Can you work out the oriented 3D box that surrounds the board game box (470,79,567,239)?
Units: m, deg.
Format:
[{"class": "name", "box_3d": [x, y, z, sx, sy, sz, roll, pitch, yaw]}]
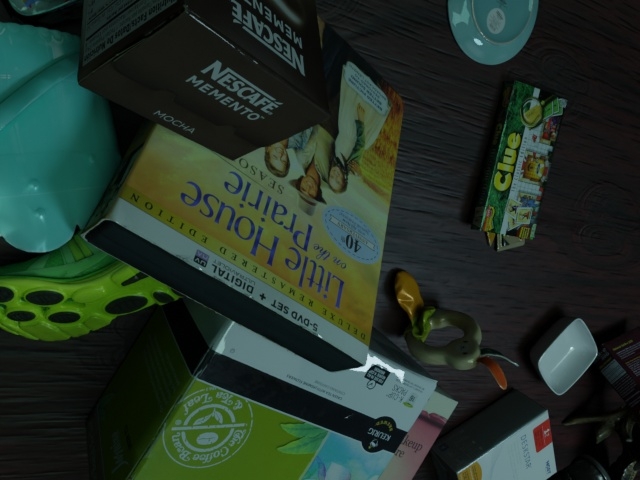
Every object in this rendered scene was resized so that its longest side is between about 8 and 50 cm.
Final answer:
[{"class": "board game box", "box_3d": [0.351, -0.136, 0.945, 0.136, 0.030, 0.259, 7, 98, -25]}]

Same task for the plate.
[{"class": "plate", "box_3d": [0.284, -0.379, 0.852, 0.188, 0.024, 0.188, -8, 108, -25]}]

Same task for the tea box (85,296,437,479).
[{"class": "tea box", "box_3d": [-0.083, 0.224, 0.732, 0.329, 0.220, 0.323, 31, 92, -30]}]

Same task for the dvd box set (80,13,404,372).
[{"class": "dvd box set", "box_3d": [-0.038, -0.103, 0.615, 0.308, 0.062, 0.420, 35, 50, -29]}]

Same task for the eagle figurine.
[{"class": "eagle figurine", "box_3d": [0.737, 0.490, 1.236, 0.225, 0.226, 0.298, -44, 115, -32]}]

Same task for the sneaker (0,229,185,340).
[{"class": "sneaker", "box_3d": [-0.274, 0.036, 0.656, 0.296, 0.123, 0.109, -13, 130, -4]}]

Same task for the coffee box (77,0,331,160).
[{"class": "coffee box", "box_3d": [-0.097, -0.244, 0.466, 0.168, 0.119, 0.297, 21, 57, -53]}]

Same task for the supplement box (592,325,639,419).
[{"class": "supplement box", "box_3d": [0.713, 0.312, 1.141, 0.130, 0.239, 0.073, -15, 144, -22]}]

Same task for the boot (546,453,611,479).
[{"class": "boot", "box_3d": [0.466, 0.563, 1.128, 0.229, 0.091, 0.263, -15, 145, -24]}]

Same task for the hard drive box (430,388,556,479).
[{"class": "hard drive box", "box_3d": [0.354, 0.444, 1.087, 0.232, 0.089, 0.181, -27, 115, -18]}]

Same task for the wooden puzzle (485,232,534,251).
[{"class": "wooden puzzle", "box_3d": [0.356, -0.017, 0.997, 0.116, 0.014, 0.078, -19, 112, -21]}]

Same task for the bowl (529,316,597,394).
[{"class": "bowl", "box_3d": [0.500, 0.236, 1.119, 0.142, 0.053, 0.142, -44, 118, -9]}]

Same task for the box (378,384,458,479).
[{"class": "box", "box_3d": [0.092, 0.316, 0.899, 0.149, 0.127, 0.232, 31, 90, -29]}]

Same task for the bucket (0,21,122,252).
[{"class": "bucket", "box_3d": [-0.321, -0.088, 0.504, 0.281, 0.281, 0.183, -9, 102, -24]}]

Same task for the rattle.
[{"class": "rattle", "box_3d": [0.219, 0.136, 0.867, 0.130, 0.200, 0.142, -9, 108, -24]}]

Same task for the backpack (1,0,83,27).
[{"class": "backpack", "box_3d": [-0.245, -0.321, 0.544, 0.188, 0.144, 0.165, -25, 109, -26]}]
